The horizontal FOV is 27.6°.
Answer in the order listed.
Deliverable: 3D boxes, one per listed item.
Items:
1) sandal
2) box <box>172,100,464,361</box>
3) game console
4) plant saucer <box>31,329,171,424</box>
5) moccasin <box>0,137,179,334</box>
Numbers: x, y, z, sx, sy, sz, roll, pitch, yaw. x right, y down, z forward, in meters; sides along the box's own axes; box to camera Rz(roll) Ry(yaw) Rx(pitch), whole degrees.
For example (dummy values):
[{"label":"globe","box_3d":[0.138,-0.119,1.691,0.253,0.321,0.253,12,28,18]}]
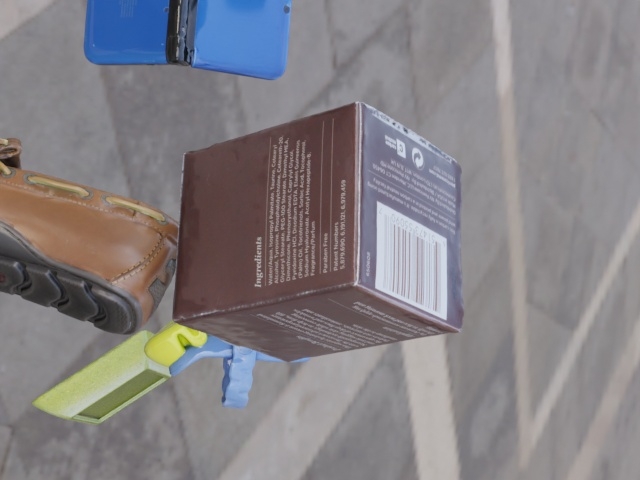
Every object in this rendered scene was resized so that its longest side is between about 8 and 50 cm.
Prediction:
[{"label":"sandal","box_3d":[-0.051,0.092,1.589,0.138,0.317,0.126,57,-1,-3]},{"label":"box","box_3d":[0.000,0.000,1.163,0.168,0.203,0.167,25,60,-49]},{"label":"game console","box_3d":[-0.188,-0.387,1.891,0.173,0.250,0.293,8,86,-62]},{"label":"plant saucer","box_3d":[-0.295,0.207,1.860,0.045,0.188,0.188,57,1,14]},{"label":"moccasin","box_3d":[-0.315,-0.042,1.242,0.139,0.380,0.147,95,15,-55]}]
